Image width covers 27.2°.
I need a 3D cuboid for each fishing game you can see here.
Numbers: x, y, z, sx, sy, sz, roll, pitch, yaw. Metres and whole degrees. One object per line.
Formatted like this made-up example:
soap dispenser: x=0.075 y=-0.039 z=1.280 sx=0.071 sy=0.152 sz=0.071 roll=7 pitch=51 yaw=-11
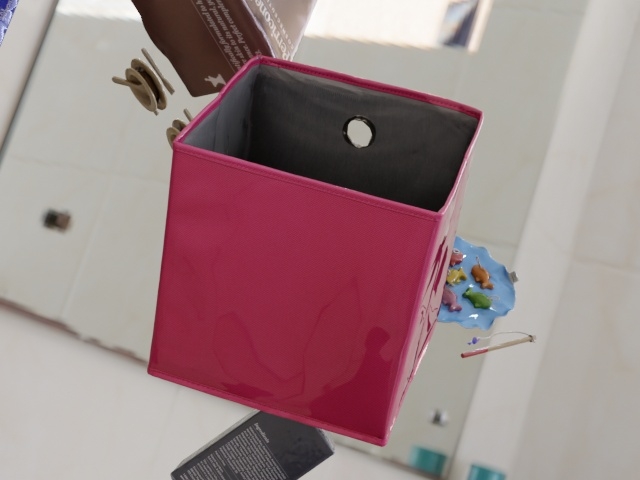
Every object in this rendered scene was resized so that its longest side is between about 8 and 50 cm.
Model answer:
fishing game: x=0.210 y=0.055 z=1.956 sx=0.189 sy=0.264 sz=0.041 roll=-9 pitch=-38 yaw=-29

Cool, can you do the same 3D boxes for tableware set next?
tableware set: x=-0.234 y=-0.181 z=1.955 sx=0.194 sy=0.039 sz=0.128 roll=55 pitch=-21 yaw=-1

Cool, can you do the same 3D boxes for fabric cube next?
fabric cube: x=0.000 y=0.000 z=1.308 sx=0.254 sy=0.258 sz=0.259 roll=15 pitch=30 yaw=10

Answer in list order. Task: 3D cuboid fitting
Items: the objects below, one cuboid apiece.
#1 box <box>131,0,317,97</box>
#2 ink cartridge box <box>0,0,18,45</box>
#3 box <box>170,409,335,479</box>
box: x=-0.084 y=-0.368 z=1.545 sx=0.143 sy=0.381 sz=0.191 roll=-6 pitch=-45 yaw=29
ink cartridge box: x=-0.522 y=-0.287 z=1.533 sx=0.371 sy=0.176 sz=0.069 roll=25 pitch=-7 yaw=-43
box: x=-0.090 y=0.301 z=1.836 sx=0.108 sy=0.207 sz=0.153 roll=56 pitch=0 yaw=3
